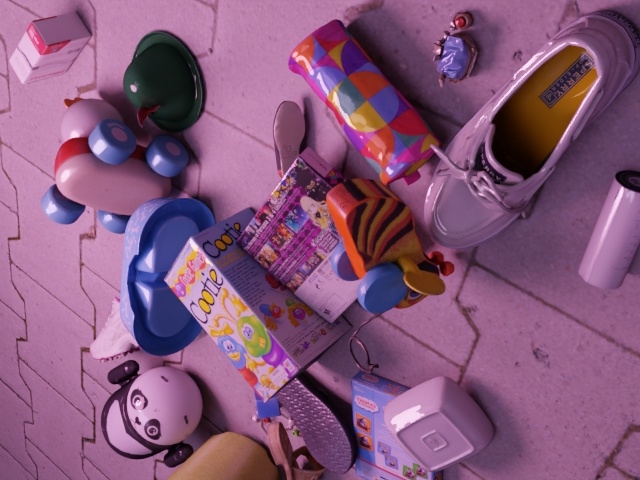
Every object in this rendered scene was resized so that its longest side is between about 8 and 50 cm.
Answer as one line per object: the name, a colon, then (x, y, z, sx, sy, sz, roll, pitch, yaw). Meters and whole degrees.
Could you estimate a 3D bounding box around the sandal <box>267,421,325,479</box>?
sandal: (-0.028, 0.427, 1.423, 0.079, 0.088, 0.240, -13, 129, 9)

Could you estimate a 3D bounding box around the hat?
hat: (-0.311, -0.242, 1.222, 0.208, 0.183, 0.173, -27, 93, 46)

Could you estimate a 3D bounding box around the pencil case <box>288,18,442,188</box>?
pencil case: (0.059, -0.179, 1.000, 0.236, 0.104, 0.104, 54, 136, 5)

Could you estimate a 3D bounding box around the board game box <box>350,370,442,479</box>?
board game box: (0.129, 0.338, 1.268, 0.160, 0.039, 0.211, 16, 123, 34)

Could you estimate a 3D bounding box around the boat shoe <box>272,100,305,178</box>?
boat shoe: (-0.049, -0.151, 1.148, 0.043, 0.049, 0.137, -118, 21, -60)

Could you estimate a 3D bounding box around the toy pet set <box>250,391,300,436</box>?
toy pet set: (-0.088, 0.340, 1.438, 0.122, 0.065, 0.114, 13, 121, 35)

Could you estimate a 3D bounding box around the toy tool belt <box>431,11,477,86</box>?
toy tool belt: (0.163, -0.232, 0.912, 0.052, 0.051, 0.083, 22, 126, 30)

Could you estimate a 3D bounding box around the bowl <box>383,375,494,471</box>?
bowl: (0.178, 0.292, 1.148, 0.142, 0.053, 0.142, -35, 104, 28)

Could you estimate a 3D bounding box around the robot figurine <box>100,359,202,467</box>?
robot figurine: (-0.372, 0.378, 1.624, 0.209, 0.173, 0.278, 26, 143, -25)

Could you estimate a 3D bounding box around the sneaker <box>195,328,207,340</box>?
sneaker: (-0.265, 0.129, 1.487, 0.054, 0.061, 0.152, -42, 64, 53)

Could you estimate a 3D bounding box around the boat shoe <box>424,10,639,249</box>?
boat shoe: (0.212, -0.095, 0.870, 0.136, 0.156, 0.367, 48, 135, 9)

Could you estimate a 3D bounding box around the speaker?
speaker: (0.348, -0.010, 0.873, 0.055, 0.055, 0.136, 28, 129, 27)

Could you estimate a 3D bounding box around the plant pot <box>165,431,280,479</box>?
plant pot: (-0.216, 0.533, 1.501, 0.276, 0.254, 0.276, 14, 125, 21)

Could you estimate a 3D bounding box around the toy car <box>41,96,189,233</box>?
toy car: (-0.388, -0.174, 1.365, 0.219, 0.210, 0.238, -41, 54, 33)

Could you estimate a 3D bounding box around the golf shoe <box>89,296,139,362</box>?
golf shoe: (-0.404, 0.173, 1.602, 0.306, 0.115, 0.140, -24, 86, 39)

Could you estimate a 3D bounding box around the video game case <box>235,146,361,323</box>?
video game case: (0.000, 0.000, 1.159, 0.210, 0.042, 0.232, 39, 134, -1)

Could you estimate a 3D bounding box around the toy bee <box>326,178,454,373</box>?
toy bee: (0.097, 0.025, 1.012, 0.195, 0.162, 0.298, 58, 162, 25)

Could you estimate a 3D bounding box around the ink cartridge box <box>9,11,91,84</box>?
ink cartridge box: (-0.502, -0.355, 1.384, 0.135, 0.099, 0.056, -30, 92, 45)

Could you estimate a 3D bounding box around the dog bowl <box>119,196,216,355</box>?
dog bowl: (-0.283, 0.059, 1.358, 0.074, 0.166, 0.297, 20, 109, 41)

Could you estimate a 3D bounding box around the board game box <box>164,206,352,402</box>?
board game box: (-0.109, 0.107, 1.271, 0.275, 0.144, 0.142, 49, 135, 9)

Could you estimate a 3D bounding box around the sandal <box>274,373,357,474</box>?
sandal: (-0.012, 0.302, 1.356, 0.254, 0.054, 0.097, 51, 121, 26)
